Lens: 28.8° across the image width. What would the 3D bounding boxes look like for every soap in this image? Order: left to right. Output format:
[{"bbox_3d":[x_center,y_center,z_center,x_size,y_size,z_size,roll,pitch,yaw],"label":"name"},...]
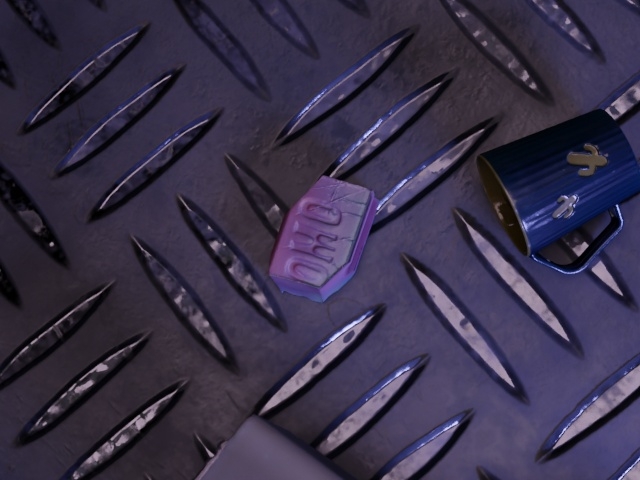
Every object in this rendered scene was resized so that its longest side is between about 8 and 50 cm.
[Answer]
[{"bbox_3d":[0.000,0.000,1.516,0.100,0.056,0.149,18,82,16],"label":"soap"}]

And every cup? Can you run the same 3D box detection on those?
[{"bbox_3d":[0.287,-0.054,1.451,0.155,0.131,0.176,-27,104,0],"label":"cup"}]

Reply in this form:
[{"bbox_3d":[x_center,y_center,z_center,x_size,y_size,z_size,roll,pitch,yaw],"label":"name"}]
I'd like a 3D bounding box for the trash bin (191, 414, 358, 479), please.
[{"bbox_3d":[0.020,0.366,1.326,0.367,0.296,0.256,37,88,21],"label":"trash bin"}]
